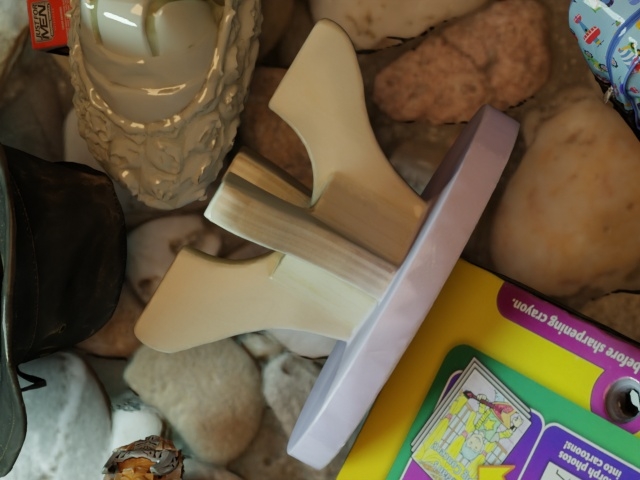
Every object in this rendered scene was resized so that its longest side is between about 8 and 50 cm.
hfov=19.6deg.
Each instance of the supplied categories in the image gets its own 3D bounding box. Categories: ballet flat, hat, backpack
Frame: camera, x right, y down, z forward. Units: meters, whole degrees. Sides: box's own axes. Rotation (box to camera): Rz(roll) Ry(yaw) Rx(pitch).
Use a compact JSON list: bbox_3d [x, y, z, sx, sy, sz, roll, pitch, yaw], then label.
[{"bbox_3d":[-0.106,-0.208,1.244,0.147,0.147,0.409,16,109,13],"label":"ballet flat"},{"bbox_3d":[-0.216,0.010,1.332,0.134,0.331,0.331,-11,87,-25],"label":"hat"},{"bbox_3d":[0.250,-0.137,1.216,0.158,0.173,0.117,-30,64,12],"label":"backpack"}]

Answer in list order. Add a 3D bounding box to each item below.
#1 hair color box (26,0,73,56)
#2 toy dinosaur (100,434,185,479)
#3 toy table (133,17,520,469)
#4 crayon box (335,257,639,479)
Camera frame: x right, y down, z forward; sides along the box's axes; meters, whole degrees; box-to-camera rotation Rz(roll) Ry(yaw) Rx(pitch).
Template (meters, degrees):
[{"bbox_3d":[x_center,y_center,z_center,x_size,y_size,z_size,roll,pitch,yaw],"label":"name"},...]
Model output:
[{"bbox_3d":[-0.138,-0.169,1.375,0.141,0.072,0.043,-7,89,15],"label":"hair color box"},{"bbox_3d":[-0.148,0.296,1.295,0.164,0.218,0.322,15,51,28],"label":"toy dinosaur"},{"bbox_3d":[0.000,0.000,1.266,0.161,0.252,0.274,30,86,-4],"label":"toy table"},{"bbox_3d":[0.167,0.223,1.198,0.363,0.106,0.313,29,94,41],"label":"crayon box"}]
